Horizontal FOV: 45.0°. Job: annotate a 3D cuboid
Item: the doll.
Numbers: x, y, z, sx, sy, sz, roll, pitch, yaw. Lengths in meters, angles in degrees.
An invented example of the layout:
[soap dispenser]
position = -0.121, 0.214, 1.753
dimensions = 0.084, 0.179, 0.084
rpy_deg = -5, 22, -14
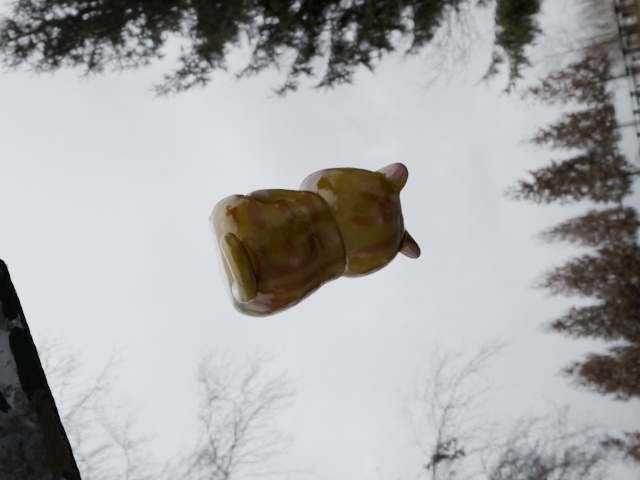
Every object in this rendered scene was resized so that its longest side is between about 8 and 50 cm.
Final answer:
[doll]
position = -0.018, -0.004, 0.985
dimensions = 0.270, 0.162, 0.166
rpy_deg = -27, -49, -24

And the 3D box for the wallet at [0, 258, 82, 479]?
[wallet]
position = -0.356, 0.169, 0.823
dimensions = 0.285, 0.146, 0.030
rpy_deg = 66, -175, 15
